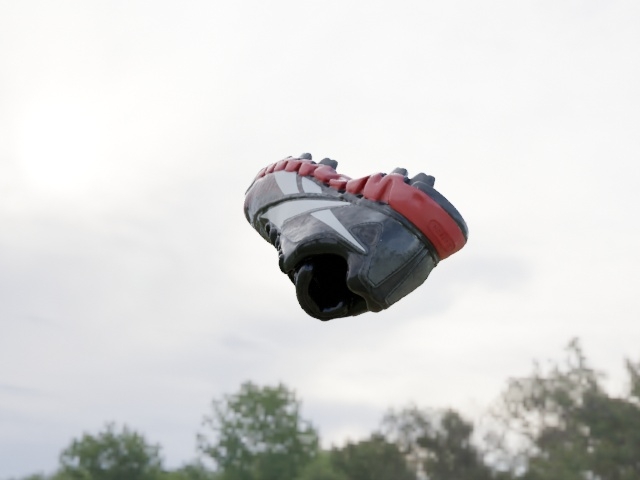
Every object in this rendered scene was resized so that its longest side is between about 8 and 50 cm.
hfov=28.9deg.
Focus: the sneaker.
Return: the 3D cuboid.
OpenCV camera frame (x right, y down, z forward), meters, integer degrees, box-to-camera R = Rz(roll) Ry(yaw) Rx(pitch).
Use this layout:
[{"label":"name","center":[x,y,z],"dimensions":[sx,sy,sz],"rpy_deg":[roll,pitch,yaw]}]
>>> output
[{"label":"sneaker","center":[0.000,0.000,1.089],"dimensions":[0.276,0.135,0.097],"rpy_deg":[13,-31,53]}]
